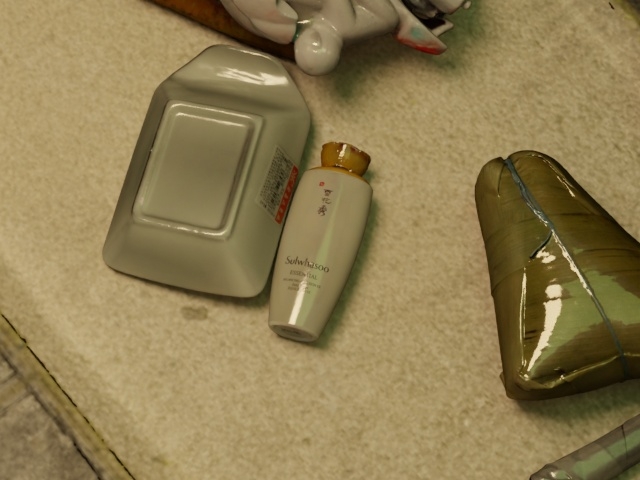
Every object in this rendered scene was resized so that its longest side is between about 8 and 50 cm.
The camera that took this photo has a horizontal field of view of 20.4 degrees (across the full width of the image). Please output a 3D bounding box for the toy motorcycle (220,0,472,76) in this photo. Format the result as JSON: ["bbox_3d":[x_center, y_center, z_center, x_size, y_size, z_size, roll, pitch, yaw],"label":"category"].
[{"bbox_3d":[0.007,-0.226,1.590,0.260,0.110,0.171,15,75,-17],"label":"toy motorcycle"}]

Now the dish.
[{"bbox_3d":[-0.100,-0.075,1.586,0.154,0.064,0.234,11,68,10],"label":"dish"}]

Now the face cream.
[{"bbox_3d":[0.000,0.000,1.589,0.072,0.051,0.182,12,69,13],"label":"face cream"}]

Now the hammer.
[{"bbox_3d":[0.374,0.133,1.582,0.427,0.044,0.152,-31,82,-13],"label":"hammer"}]

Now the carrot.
[{"bbox_3d":[-0.103,-0.236,1.655,0.260,0.070,0.070,25,71,2],"label":"carrot"}]

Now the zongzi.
[{"bbox_3d":[0.270,0.016,1.564,0.256,0.115,0.228,-10,70,5],"label":"zongzi"}]
